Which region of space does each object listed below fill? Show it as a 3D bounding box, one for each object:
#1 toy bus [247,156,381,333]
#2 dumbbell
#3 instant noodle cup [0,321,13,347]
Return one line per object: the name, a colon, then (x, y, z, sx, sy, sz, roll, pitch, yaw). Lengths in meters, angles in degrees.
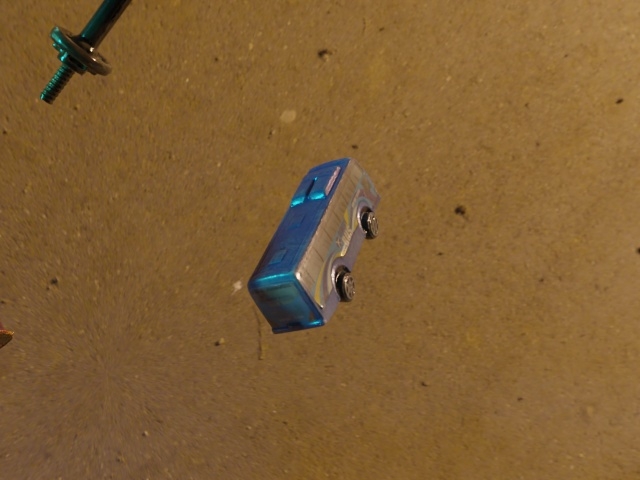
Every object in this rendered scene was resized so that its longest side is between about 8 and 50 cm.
toy bus: (0.002, -0.002, 0.835, 0.094, 0.079, 0.236, 65, 31, -31)
dumbbell: (-0.235, -0.257, 0.846, 0.110, 0.110, 0.254, 38, 97, -6)
instant noodle cup: (-0.701, 0.127, 1.338, 0.251, 0.251, 0.190, -21, 80, -18)
